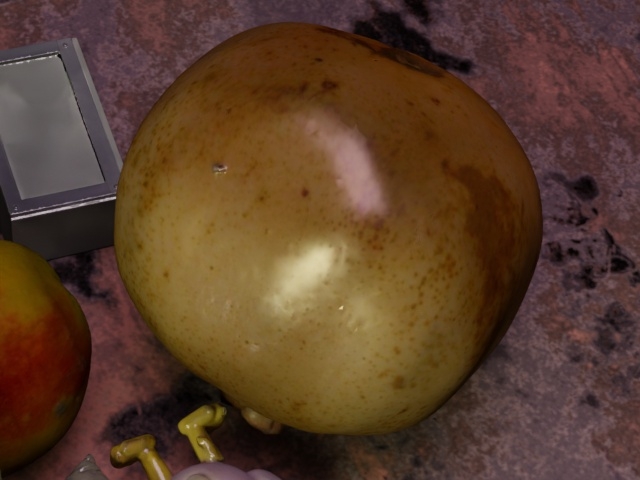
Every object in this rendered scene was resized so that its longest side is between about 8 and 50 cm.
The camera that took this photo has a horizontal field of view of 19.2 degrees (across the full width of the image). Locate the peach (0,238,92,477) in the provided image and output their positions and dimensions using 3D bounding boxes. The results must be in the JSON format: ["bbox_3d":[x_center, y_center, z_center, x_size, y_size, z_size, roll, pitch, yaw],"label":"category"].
[{"bbox_3d":[-0.320,0.111,1.723,0.231,0.231,0.231,3,53,-4],"label":"peach"}]

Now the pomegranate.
[{"bbox_3d":[0.000,0.000,1.751,0.417,0.416,0.416,3,53,-4],"label":"pomegranate"}]

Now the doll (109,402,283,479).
[{"bbox_3d":[-0.061,0.319,1.684,0.160,0.094,0.365,-22,58,-18],"label":"doll"}]

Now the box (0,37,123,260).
[{"bbox_3d":[-0.287,-0.097,1.968,0.129,0.086,0.225,-13,56,-16],"label":"box"}]

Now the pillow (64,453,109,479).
[{"bbox_3d":[-0.224,0.294,1.661,0.181,0.078,0.134,-46,58,-10],"label":"pillow"}]
